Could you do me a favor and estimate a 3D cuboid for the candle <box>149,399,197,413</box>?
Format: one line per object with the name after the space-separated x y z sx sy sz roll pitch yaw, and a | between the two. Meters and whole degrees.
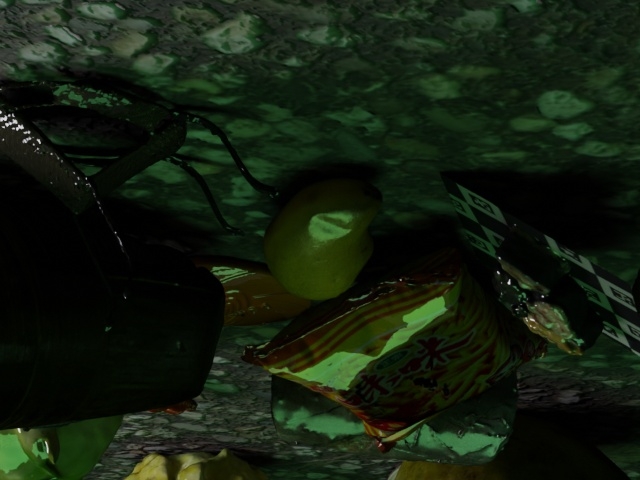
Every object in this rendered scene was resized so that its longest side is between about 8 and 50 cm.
-0.201 0.188 2.096 0.048 0.053 0.162 -2 163 32 | candle

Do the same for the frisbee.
-0.105 0.062 1.741 0.192 0.035 0.192 5 161 2 | frisbee

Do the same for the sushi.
0.180 0.045 1.469 0.192 0.050 0.215 32 170 24 | sushi

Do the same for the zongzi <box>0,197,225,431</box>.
-0.343 0.043 1.607 0.403 0.208 0.432 2 -168 -43 | zongzi

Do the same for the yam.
0.076 0.163 1.822 0.254 0.154 0.154 4 160 0 | yam

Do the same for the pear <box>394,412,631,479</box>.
0.241 0.382 2.101 0.352 0.352 0.413 -6 168 28 | pear

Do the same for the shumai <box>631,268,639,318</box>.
0.342 0.026 1.417 0.206 0.166 0.175 35 173 -35 | shumai

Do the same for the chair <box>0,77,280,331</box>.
-0.168 -0.056 1.353 0.213 0.149 0.174 49 159 2 | chair

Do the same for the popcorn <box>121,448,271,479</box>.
-0.178 0.395 2.483 0.256 0.195 0.255 0 150 12 | popcorn

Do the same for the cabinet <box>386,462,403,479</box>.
0.204 0.488 2.448 0.227 0.318 0.290 7 161 -7 | cabinet

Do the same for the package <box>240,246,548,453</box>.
0.076 0.099 1.636 0.223 0.108 0.288 -29 144 13 | package

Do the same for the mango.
0.000 0.000 1.484 0.098 0.075 0.190 -4 159 -11 | mango

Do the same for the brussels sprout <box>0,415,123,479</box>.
-0.333 0.150 1.767 0.259 0.227 0.294 14 175 19 | brussels sprout
